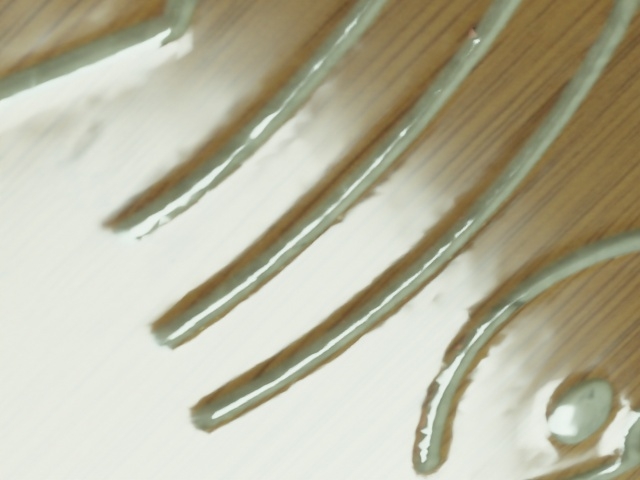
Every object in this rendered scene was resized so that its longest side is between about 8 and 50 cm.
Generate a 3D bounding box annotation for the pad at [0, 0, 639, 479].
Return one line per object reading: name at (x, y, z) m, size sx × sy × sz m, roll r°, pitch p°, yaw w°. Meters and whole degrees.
pad at (0.022, -0.005, 0.427) m, size 0.286 × 0.018 × 0.284 m, roll -44°, pitch 129°, yaw 9°
